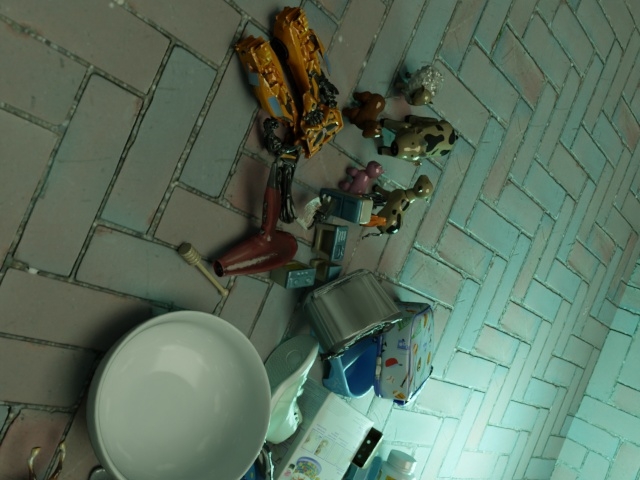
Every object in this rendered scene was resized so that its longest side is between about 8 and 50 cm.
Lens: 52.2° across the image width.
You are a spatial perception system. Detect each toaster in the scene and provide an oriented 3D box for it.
[{"bbox_3d":[0.060,0.165,1.467,0.227,0.146,0.129,-24,162,-19],"label":"toaster"}]

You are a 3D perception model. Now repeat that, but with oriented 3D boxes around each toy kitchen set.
[{"bbox_3d":[0.000,0.000,1.408,0.166,0.122,0.207,-4,108,-46],"label":"toy kitchen set"}]

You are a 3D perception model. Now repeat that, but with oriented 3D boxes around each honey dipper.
[{"bbox_3d":[-0.223,0.064,1.273,0.030,0.031,0.160,-51,138,-19],"label":"honey dipper"}]

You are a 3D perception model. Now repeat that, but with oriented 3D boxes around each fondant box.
[{"bbox_3d":[-0.033,0.535,1.609,0.330,0.096,0.238,-58,137,-14],"label":"fondant box"}]

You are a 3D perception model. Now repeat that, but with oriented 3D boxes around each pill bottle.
[{"bbox_3d":[0.205,0.731,1.916,0.117,0.117,0.214,23,89,-48],"label":"pill bottle"}]

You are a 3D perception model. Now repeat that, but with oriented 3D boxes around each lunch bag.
[{"bbox_3d":[0.214,0.282,1.669,0.303,0.115,0.243,-2,97,-69],"label":"lunch bag"}]

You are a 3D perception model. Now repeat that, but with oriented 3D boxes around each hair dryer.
[{"bbox_3d":[-0.108,-0.038,1.306,0.293,0.080,0.223,-52,137,-12],"label":"hair dryer"}]

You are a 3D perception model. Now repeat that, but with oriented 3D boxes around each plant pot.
[{"bbox_3d":[0.108,0.550,1.759,0.109,0.109,0.096,-54,148,-16],"label":"plant pot"}]

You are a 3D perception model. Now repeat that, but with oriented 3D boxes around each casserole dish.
[{"bbox_3d":[0.111,0.683,1.860,0.114,0.037,0.188,23,90,-48],"label":"casserole dish"}]

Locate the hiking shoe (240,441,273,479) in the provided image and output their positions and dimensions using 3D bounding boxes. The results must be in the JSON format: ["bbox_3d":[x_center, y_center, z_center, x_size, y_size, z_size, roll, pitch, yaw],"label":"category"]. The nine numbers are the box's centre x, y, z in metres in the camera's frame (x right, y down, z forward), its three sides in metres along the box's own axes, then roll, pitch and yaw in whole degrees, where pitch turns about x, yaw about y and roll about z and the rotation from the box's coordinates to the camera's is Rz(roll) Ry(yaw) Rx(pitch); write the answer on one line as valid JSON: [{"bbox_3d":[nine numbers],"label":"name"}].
[{"bbox_3d":[-0.195,0.535,1.390,0.132,0.113,0.303,-1,122,-40],"label":"hiking shoe"}]

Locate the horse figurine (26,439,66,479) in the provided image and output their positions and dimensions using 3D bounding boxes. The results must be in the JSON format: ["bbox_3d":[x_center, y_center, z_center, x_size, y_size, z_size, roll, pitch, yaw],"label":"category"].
[{"bbox_3d":[-0.505,0.428,1.051,0.263,0.066,0.174,1,84,-39],"label":"horse figurine"}]

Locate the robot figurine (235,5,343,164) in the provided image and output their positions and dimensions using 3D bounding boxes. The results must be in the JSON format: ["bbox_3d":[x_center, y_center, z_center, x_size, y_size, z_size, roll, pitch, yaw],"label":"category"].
[{"bbox_3d":[-0.046,-0.287,1.274,0.211,0.085,0.291,-46,133,-23],"label":"robot figurine"}]

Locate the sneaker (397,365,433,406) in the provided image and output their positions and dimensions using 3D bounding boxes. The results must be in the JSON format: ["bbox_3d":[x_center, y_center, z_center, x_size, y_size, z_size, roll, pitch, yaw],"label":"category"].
[{"bbox_3d":[0.272,0.424,1.922,0.162,0.063,0.073,-46,151,-18],"label":"sneaker"}]

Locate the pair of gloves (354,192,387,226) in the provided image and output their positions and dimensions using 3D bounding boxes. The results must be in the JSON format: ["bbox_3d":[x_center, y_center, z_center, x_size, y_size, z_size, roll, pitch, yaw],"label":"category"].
[{"bbox_3d":[0.112,-0.067,1.461,0.010,0.074,0.083,-76,166,-61],"label":"pair of gloves"}]

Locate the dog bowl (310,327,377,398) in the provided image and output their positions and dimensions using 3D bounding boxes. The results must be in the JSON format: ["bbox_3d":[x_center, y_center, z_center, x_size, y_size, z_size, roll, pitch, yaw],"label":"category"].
[{"bbox_3d":[0.073,0.272,1.630,0.166,0.074,0.297,-37,130,-31],"label":"dog bowl"}]

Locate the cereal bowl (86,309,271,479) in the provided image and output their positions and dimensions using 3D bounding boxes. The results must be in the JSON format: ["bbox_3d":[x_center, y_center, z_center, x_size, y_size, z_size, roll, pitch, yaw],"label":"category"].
[{"bbox_3d":[-0.267,0.301,1.195,0.339,0.141,0.338,13,69,-36],"label":"cereal bowl"}]

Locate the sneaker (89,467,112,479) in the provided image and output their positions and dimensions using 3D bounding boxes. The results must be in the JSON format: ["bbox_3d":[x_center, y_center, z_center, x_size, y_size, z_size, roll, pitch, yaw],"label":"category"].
[{"bbox_3d":[-0.305,0.467,1.264,0.365,0.137,0.210,-54,139,-12],"label":"sneaker"}]

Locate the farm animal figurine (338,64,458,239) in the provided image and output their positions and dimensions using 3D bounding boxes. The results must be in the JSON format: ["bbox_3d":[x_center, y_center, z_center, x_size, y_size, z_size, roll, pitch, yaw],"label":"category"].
[{"bbox_3d":[0.201,-0.198,1.501,0.327,0.172,0.330,-35,128,-32],"label":"farm animal figurine"}]

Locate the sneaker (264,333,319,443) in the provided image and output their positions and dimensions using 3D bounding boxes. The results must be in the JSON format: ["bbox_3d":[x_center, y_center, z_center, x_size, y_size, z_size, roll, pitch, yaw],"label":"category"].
[{"bbox_3d":[-0.072,0.342,1.496,0.255,0.094,0.151,-54,138,-14],"label":"sneaker"}]
